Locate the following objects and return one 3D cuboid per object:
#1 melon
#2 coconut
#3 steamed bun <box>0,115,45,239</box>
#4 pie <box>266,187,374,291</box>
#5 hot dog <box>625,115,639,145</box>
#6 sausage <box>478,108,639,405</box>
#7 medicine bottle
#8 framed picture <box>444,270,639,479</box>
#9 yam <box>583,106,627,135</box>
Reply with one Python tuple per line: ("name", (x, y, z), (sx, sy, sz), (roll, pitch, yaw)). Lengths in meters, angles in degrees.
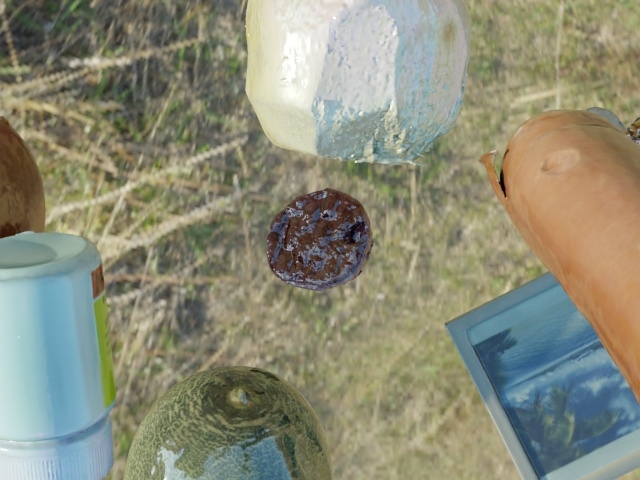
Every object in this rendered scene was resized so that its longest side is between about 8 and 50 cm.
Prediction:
("melon", (-0.107, 0.300, 1.534), (0.248, 0.248, 0.329), (5, 122, -1))
("coconut", (0.026, -0.161, 1.040), (0.194, 0.194, 0.194), (1, 123, 2))
("steamed bun", (-0.477, 0.026, 1.491), (0.235, 0.379, 0.248), (-2, 113, 21))
("pie", (0.000, 0.000, 1.786), (0.153, 0.153, 0.038), (-19, 158, 15))
("hot dog", (0.478, -0.137, 1.771), (0.192, 0.053, 0.099), (-29, 101, 23))
("sausage", (0.178, 0.031, 0.670), (0.094, 0.419, 0.094), (31, 107, -23))
("medicine bottle", (-0.266, 0.115, 1.244), (0.139, 0.139, 0.225), (-2, 107, 4))
("framed picture", (0.320, 0.120, 1.385), (0.315, 0.024, 0.232), (-27, 90, -1))
("yam", (0.281, -0.088, 1.449), (0.084, 0.084, 0.127), (27, 147, -14))
